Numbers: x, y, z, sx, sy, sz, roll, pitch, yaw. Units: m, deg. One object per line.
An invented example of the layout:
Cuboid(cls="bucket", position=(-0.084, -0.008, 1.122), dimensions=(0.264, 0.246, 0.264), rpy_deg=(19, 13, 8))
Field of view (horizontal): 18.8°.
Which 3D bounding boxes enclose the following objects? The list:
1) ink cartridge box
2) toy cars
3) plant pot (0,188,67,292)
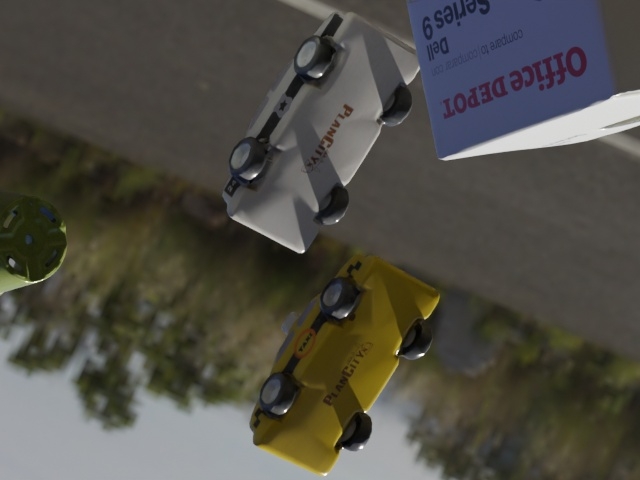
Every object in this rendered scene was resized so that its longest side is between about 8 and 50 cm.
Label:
Cuboid(cls="ink cartridge box", position=(0.107, -0.155, 0.890), dimensions=(0.093, 0.212, 0.154), rpy_deg=(-11, 177, -27))
Cuboid(cls="toy cars", position=(0.000, 0.000, 1.576), dimensions=(0.176, 0.393, 0.087), rpy_deg=(-15, -153, -21))
Cuboid(cls="plant pot", position=(-0.193, 0.001, 1.158), dimensions=(0.083, 0.083, 0.079), rpy_deg=(27, 163, -37))
